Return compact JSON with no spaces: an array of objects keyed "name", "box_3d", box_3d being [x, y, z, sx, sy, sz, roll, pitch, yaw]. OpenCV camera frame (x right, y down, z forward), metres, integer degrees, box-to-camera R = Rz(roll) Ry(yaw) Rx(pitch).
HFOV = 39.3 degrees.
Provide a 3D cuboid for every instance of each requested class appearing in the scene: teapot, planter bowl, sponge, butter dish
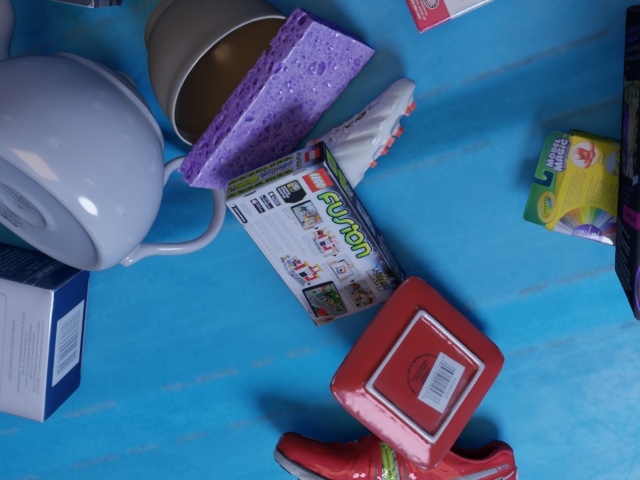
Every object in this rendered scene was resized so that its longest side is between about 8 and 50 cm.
[{"name":"teapot","box_3d":[-0.252,-0.100,0.938,0.253,0.187,0.256,20,151,27]},{"name":"planter bowl","box_3d":[-0.109,-0.190,0.906,0.109,0.162,0.162,49,111,22]},{"name":"sponge","box_3d":[-0.045,-0.134,0.920,0.210,0.117,0.031,-50,63,19]},{"name":"butter dish","box_3d":[0.089,0.141,0.980,0.160,0.118,0.160,41,74,-16]}]

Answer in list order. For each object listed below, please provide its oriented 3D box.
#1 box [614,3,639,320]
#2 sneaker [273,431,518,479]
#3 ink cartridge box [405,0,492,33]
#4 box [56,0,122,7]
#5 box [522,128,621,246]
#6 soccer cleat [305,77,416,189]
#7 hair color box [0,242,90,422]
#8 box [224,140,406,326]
[{"name":"box","box_3d":[0.358,-0.074,0.799,0.165,0.143,0.270,1,107,11]},{"name":"sneaker","box_3d":[0.087,0.245,1.032,0.279,0.107,0.118,10,90,5]},{"name":"ink cartridge box","box_3d":[0.145,-0.282,0.864,0.151,0.063,0.109,-21,101,16]},{"name":"box","box_3d":[-0.349,-0.387,0.925,0.308,0.076,0.242,11,108,8]},{"name":"box","box_3d":[0.306,-0.047,0.915,0.179,0.043,0.105,14,109,4]},{"name":"soccer cleat","box_3d":[0.027,-0.097,0.944,0.076,0.068,0.196,37,113,2]},{"name":"hair color box","box_3d":[-0.461,0.081,1.072,0.347,0.105,0.173,13,108,7]},{"name":"box","box_3d":[0.000,0.000,0.945,0.114,0.036,0.207,-21,129,16]}]
